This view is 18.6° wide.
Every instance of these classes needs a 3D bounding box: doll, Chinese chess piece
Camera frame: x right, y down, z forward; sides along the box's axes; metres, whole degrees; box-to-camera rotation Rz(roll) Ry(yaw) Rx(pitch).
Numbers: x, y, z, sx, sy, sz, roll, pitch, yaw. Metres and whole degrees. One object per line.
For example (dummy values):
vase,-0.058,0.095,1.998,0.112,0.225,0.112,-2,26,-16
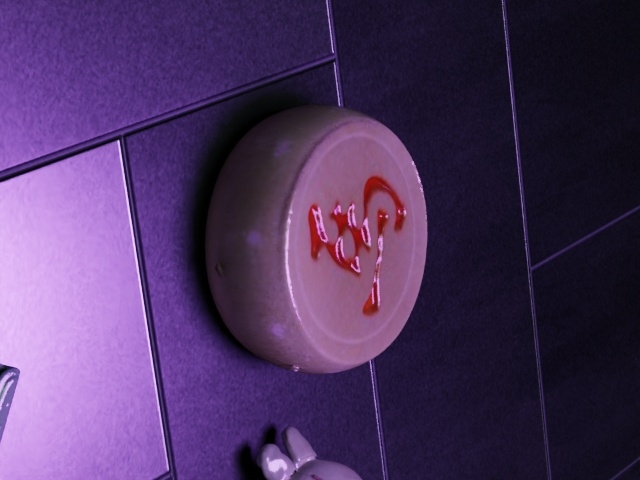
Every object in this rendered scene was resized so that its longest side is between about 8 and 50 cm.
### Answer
doll,0.013,0.320,1.976,0.155,0.113,0.275,-36,122,-42
Chinese chess piece,0.000,0.000,1.936,0.273,0.102,0.273,-8,100,-52

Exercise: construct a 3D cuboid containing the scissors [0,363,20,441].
scissors,-0.295,0.227,1.626,0.125,0.030,0.256,28,74,-52
